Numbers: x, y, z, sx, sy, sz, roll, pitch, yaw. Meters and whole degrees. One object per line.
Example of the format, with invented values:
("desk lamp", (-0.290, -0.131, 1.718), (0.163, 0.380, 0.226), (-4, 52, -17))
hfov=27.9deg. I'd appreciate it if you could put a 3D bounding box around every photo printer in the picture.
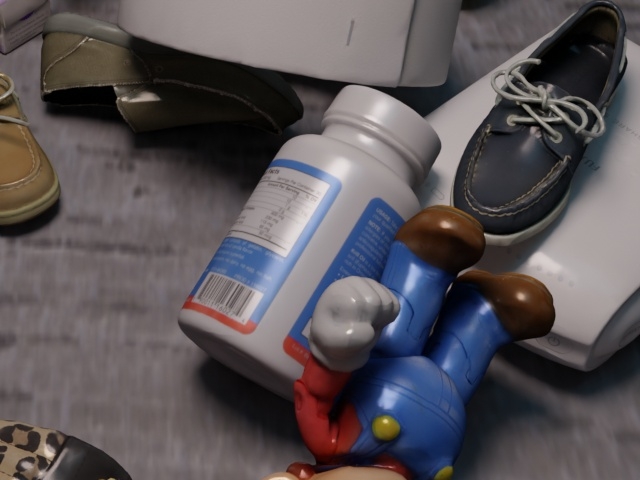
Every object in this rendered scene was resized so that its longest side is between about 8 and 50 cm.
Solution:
("photo printer", (0.209, -0.042, 1.076), (0.307, 0.107, 0.256), (-35, 60, -31))

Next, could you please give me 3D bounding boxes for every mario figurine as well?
("mario figurine", (0.063, 0.140, 0.830), (0.198, 0.170, 0.321), (25, 67, 5))

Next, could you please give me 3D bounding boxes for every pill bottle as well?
("pill bottle", (0.000, 0.000, 0.957), (0.124, 0.124, 0.221), (28, 75, 17))

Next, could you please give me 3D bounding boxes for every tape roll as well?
("tape roll", (-0.023, -0.204, 1.075), (0.286, 0.100, 0.286), (10, 13, -2))

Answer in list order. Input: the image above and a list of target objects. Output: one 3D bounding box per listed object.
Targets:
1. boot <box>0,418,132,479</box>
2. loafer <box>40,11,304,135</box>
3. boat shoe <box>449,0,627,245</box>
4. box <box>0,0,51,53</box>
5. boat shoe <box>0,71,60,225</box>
("boot", (-0.164, 0.268, 0.745), (0.377, 0.138, 0.284), (15, 49, 18))
("loafer", (-0.137, -0.128, 1.138), (0.251, 0.094, 0.087), (15, 76, 14))
("boat shoe", (0.176, -0.096, 0.994), (0.095, 0.079, 0.254), (28, 52, 19))
("box", (-0.396, -0.291, 1.255), (0.324, 0.063, 0.067), (34, 53, 22))
("boat shoe", (-0.325, -0.121, 1.095), (0.104, 0.089, 0.285), (-33, 60, -30))
